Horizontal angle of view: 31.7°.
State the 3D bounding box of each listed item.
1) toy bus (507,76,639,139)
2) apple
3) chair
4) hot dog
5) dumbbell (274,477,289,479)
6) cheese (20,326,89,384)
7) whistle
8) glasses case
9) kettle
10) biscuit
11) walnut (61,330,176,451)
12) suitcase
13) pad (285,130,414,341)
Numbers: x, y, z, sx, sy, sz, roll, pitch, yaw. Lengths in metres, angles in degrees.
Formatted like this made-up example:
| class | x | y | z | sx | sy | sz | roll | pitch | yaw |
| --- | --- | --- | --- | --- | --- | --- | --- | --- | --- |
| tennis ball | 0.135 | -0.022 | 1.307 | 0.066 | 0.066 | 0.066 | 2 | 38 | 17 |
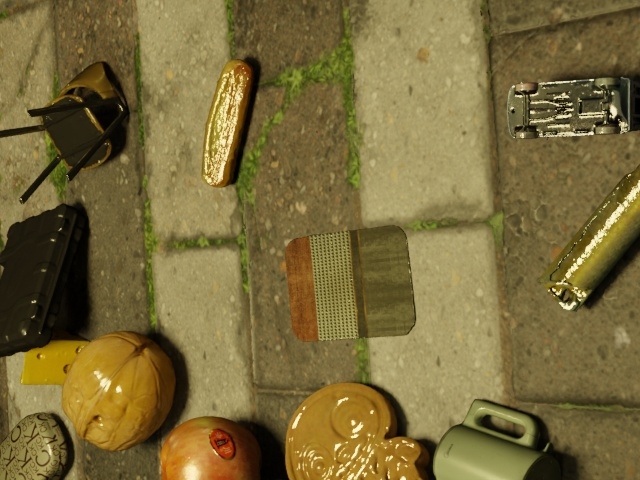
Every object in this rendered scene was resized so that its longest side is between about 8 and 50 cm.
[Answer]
| class | x | y | z | sx | sy | sz | roll | pitch | yaw |
| --- | --- | --- | --- | --- | --- | --- | --- | --- | --- |
| toy bus | 0.320 | -0.163 | 1.415 | 0.167 | 0.076 | 0.073 | 3 | 95 | 40 |
| apple | -0.178 | 0.385 | 1.810 | 0.209 | 0.164 | 0.210 | -174 | 90 | -84 |
| chair | -0.459 | -0.207 | 2.058 | 0.158 | 0.247 | 0.172 | -18 | 104 | 41 |
| hot dog | -0.155 | -0.194 | 1.861 | 0.066 | 0.047 | 0.216 | 13 | 104 | 4 |
| dumbbell | -0.009 | 0.446 | 1.724 | 0.191 | 0.100 | 0.100 | 24 | 108 | 39 |
| cheese | -0.542 | 0.218 | 2.220 | 0.171 | 0.126 | 0.093 | 21 | 105 | 61 |
| whistle | 0.381 | -0.042 | 1.377 | 0.068 | 0.057 | 0.326 | 51 | 123 | 28 |
| glasses case | -0.616 | 0.484 | 2.283 | 0.355 | 0.085 | 0.137 | -50 | 61 | 31 |
| kettle | 0.234 | 0.296 | 1.502 | 0.148 | 0.098 | 0.127 | 17 | 109 | 44 |
| biscuit | 0.055 | 0.331 | 1.655 | 0.202 | 0.044 | 0.289 | -52 | 49 | 8 |
| walnut | -0.356 | 0.264 | 1.977 | 0.226 | 0.193 | 0.193 | -48 | 62 | 32 |
| suitcase | -0.554 | 0.080 | 2.144 | 0.206 | 0.066 | 0.286 | -16 | 52 | 41 |
| pad | 0.015 | -0.008 | 1.710 | 0.250 | 0.055 | 0.323 | -9 | 104 | 42 |
